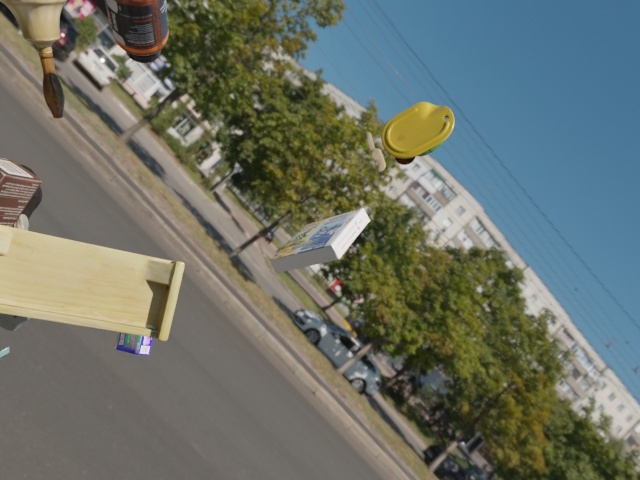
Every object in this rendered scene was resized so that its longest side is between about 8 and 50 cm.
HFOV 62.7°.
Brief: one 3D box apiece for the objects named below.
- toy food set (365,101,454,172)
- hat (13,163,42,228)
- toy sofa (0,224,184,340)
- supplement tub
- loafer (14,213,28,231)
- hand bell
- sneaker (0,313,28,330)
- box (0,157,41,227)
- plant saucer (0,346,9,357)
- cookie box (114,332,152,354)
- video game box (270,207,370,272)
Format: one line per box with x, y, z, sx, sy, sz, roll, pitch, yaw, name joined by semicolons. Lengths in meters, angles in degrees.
0.221;-0.246;1.278;0.128;0.217;0.071;67;8;26;toy food set
-1.216;-0.153;1.948;0.134;0.331;0.331;26;-9;14;hat
-0.445;0.076;0.954;0.362;0.150;0.177;14;-9;-23;toy sofa
-0.331;-0.410;0.953;0.106;0.106;0.198;46;-22;5;supplement tub
-0.964;-0.023;1.689;0.045;0.039;0.125;62;11;-68;loafer
-0.563;-0.372;1.078;0.126;0.126;0.242;42;-43;51;hand bell
-0.998;0.233;1.740;0.258;0.091;0.094;-16;-63;35;sneaker
-1.051;-0.070;1.596;0.143;0.381;0.191;33;2;3;box
-0.957;0.360;1.450;0.067;0.192;0.018;-29;-83;42;plant saucer
-0.501;0.257;1.420;0.107;0.092;0.040;1;-12;36;cookie box
0.000;0.000;1.325;0.205;0.187;0.048;-15;-70;38;video game box
